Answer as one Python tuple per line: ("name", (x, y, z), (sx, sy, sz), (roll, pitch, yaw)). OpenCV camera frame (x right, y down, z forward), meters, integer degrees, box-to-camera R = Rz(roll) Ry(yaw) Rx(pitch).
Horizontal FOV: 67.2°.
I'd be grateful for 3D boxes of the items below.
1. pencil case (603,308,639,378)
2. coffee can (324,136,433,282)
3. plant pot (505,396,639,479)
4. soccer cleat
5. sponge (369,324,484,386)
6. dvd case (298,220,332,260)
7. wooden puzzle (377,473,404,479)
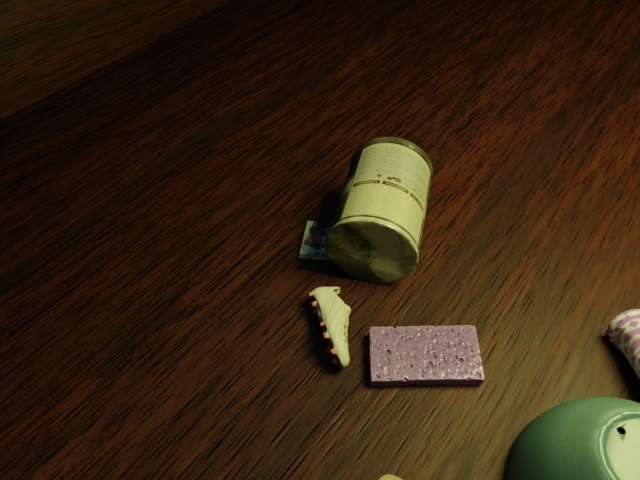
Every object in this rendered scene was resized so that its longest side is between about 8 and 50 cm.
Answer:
("pencil case", (0.580, 0.215, 0.843), (0.088, 0.086, 0.206), (-35, 29, 24))
("coffee can", (0.138, -0.072, 1.091), (0.202, 0.201, 0.275), (8, 49, 14))
("plant pot", (0.432, 0.344, 0.684), (0.290, 0.195, 0.290), (-4, 48, 4))
("soccer cleat", (0.033, 0.166, 0.981), (0.076, 0.068, 0.196), (-13, 45, -9))
("sponge", (0.200, 0.222, 0.933), (0.210, 0.031, 0.117), (-2, 48, 4))
("dvd case", (0.000, 0.000, 1.170), (0.087, 0.013, 0.119), (4, 49, 10))
("wooden puzzle", (0.152, 0.537, 0.610), (0.322, 0.080, 0.348), (20, 54, 25))
